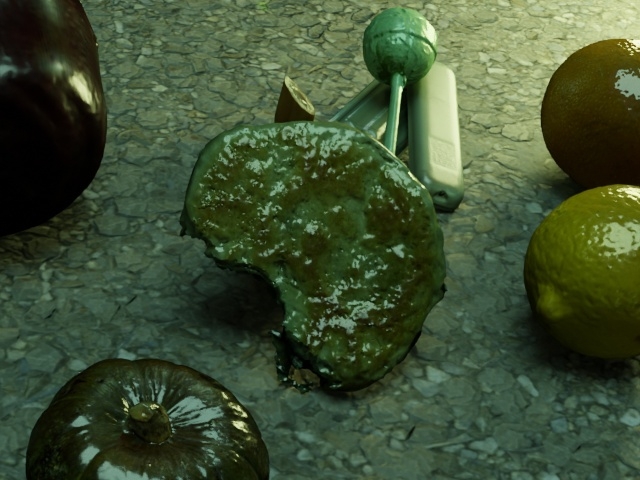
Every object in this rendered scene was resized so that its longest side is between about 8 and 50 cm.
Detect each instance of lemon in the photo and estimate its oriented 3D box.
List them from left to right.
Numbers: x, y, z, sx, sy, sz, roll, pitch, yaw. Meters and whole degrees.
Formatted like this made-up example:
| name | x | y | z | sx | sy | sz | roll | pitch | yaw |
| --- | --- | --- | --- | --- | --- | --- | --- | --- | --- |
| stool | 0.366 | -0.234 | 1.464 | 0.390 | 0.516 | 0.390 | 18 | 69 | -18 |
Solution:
| name | x | y | z | sx | sy | sz | roll | pitch | yaw |
| --- | --- | --- | --- | --- | --- | --- | --- | --- | --- |
| lemon | 0.382 | 0.041 | 1.760 | 0.254 | 0.228 | 0.228 | -9 | 40 | -19 |

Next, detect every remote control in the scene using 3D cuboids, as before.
| name | x | y | z | sx | sy | sz | roll | pitch | yaw |
| --- | --- | --- | --- | --- | --- | --- | --- | --- | --- |
| remote control | 0.073 | -0.169 | 2.105 | 0.128 | 0.065 | 0.335 | 25 | 40 | 17 |
| remote control | 0.178 | -0.173 | 2.094 | 0.090 | 0.038 | 0.309 | 18 | 46 | -19 |

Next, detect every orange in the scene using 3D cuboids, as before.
| name | x | y | z | sx | sy | sz | roll | pitch | yaw |
| --- | --- | --- | --- | --- | --- | --- | --- | --- | --- |
| orange | 0.466 | -0.189 | 2.067 | 0.264 | 0.264 | 0.264 | 5 | 37 | -4 |

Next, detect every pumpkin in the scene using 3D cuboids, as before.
| name | x | y | z | sx | sy | sz | roll | pitch | yaw |
| --- | --- | --- | --- | --- | --- | --- | --- | --- | --- |
| pumpkin | -0.188 | 0.231 | 1.438 | 0.260 | 0.189 | 0.260 | 4 | 39 | -3 |

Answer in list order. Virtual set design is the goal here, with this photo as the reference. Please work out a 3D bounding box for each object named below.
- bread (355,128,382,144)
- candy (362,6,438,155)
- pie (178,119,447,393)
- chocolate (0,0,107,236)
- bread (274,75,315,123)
| name | x | y | z | sx | sy | sz | roll | pitch | yaw |
| --- | --- | --- | --- | --- | --- | --- | --- | --- | --- |
| bread | -0.014 | -0.062 | 1.836 | 0.236 | 0.198 | 0.120 | -13 | 57 | -9 |
| candy | 0.109 | -0.176 | 2.016 | 0.119 | 0.119 | 0.440 | 7 | 56 | -1 |
| pie | 0.000 | 0.000 | 1.693 | 0.296 | 0.078 | 0.371 | -36 | 87 | -8 |
| chocolate | -0.468 | -0.168 | 1.815 | 0.384 | 0.383 | 0.331 | -3 | 52 | -14 |
| bread | -0.037 | -0.207 | 2.105 | 0.062 | 0.103 | 0.049 | 14 | 45 | -3 |
